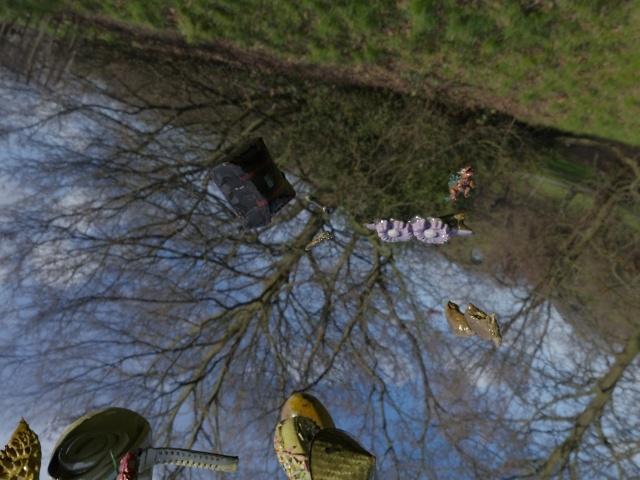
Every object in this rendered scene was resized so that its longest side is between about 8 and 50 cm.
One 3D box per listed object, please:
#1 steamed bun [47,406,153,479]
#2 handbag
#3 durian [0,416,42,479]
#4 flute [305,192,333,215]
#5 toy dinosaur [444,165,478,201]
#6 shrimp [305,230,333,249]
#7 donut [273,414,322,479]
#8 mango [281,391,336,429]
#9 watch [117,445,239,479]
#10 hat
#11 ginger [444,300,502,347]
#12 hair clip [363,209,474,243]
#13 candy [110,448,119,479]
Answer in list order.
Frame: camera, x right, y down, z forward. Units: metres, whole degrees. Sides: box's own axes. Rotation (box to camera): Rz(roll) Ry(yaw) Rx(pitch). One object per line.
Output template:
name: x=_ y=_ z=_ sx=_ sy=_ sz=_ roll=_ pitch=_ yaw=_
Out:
steamed bun: x=-0.736 y=0.729 z=1.602 sx=0.367 sy=0.343 sz=0.255 roll=58 pitch=171 yaw=42
handbag: x=-0.178 y=-0.159 z=1.327 sx=0.215 sy=0.155 sz=0.169 roll=59 pitch=-141 yaw=-25
durian: x=-0.885 y=0.696 z=1.425 sx=0.196 sy=0.304 sz=0.185 roll=3 pitch=164 yaw=30
flute: x=-0.008 y=-0.108 z=1.434 sx=0.027 sy=0.027 sz=0.233 roll=24 pitch=-174 yaw=-21
toy dinosaur: x=0.309 y=-0.121 z=1.088 sx=0.154 sy=0.049 sz=0.055 roll=106 pitch=141 yaw=-68
shrimp: x=0.000 y=0.000 z=1.858 sx=0.042 sy=0.101 sz=0.190 roll=56 pitch=153 yaw=1
donut: x=-0.024 y=0.448 z=1.038 sx=0.174 sy=0.068 sz=0.174 roll=46 pitch=-171 yaw=-9
mango: x=-0.029 y=0.675 z=1.665 sx=0.193 sy=0.316 sz=0.146 roll=-19 pitch=178 yaw=38
watch: x=-0.321 y=0.539 z=1.110 sx=0.269 sy=0.102 sz=0.165 roll=10 pitch=-172 yaw=-11
hat: x=0.057 y=0.328 z=0.708 sx=0.146 sy=0.067 sz=0.146 roll=34 pitch=-150 yaw=-22
ginger: x=0.465 y=0.255 z=1.530 sx=0.122 sy=0.084 sz=0.290 roll=64 pitch=167 yaw=-8
hair clip: x=0.254 y=-0.037 z=1.294 sx=0.292 sy=0.084 sz=0.106 roll=-2 pitch=151 yaw=20
candy: x=-0.496 y=0.585 z=1.203 sx=0.049 sy=0.055 sz=0.185 roll=35 pitch=-177 yaw=-43
